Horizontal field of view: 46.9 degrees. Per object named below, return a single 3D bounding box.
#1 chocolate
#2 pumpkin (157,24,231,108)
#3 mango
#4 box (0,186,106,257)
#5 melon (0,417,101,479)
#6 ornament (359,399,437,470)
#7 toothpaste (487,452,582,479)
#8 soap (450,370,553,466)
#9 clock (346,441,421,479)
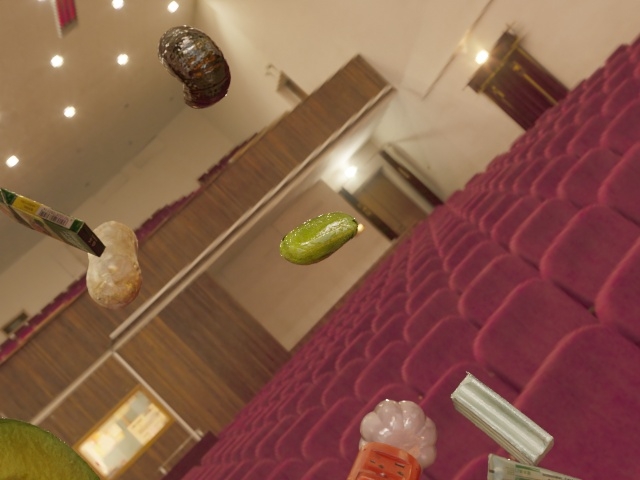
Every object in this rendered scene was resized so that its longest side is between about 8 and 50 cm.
[{"bbox_3d":[-0.508,0.062,1.810,0.134,0.134,0.309,-47,34,13],"label":"chocolate"},{"bbox_3d":[-0.255,-0.365,1.557,0.119,0.183,0.108,-42,30,-16],"label":"pumpkin"},{"bbox_3d":[0.000,0.000,1.439,0.165,0.074,0.091,-19,45,13],"label":"mango"},{"bbox_3d":[-0.581,-0.040,1.565,0.132,0.235,0.034,79,-145,-66],"label":"box"},{"bbox_3d":[-0.597,0.484,1.380,0.331,0.343,0.226,-29,20,-19],"label":"melon"},{"bbox_3d":[0.170,0.438,1.629,0.177,0.177,0.177,-46,-5,-5],"label":"ornament"},{"bbox_3d":[0.396,0.434,1.324,0.041,0.218,0.064,133,150,-61],"label":"toothpaste"},{"bbox_3d":[0.445,0.440,1.814,0.094,0.261,0.150,-46,-28,-10],"label":"soap"},{"bbox_3d":[0.104,0.387,1.202,0.155,0.113,0.061,-34,-40,-73],"label":"clock"}]
